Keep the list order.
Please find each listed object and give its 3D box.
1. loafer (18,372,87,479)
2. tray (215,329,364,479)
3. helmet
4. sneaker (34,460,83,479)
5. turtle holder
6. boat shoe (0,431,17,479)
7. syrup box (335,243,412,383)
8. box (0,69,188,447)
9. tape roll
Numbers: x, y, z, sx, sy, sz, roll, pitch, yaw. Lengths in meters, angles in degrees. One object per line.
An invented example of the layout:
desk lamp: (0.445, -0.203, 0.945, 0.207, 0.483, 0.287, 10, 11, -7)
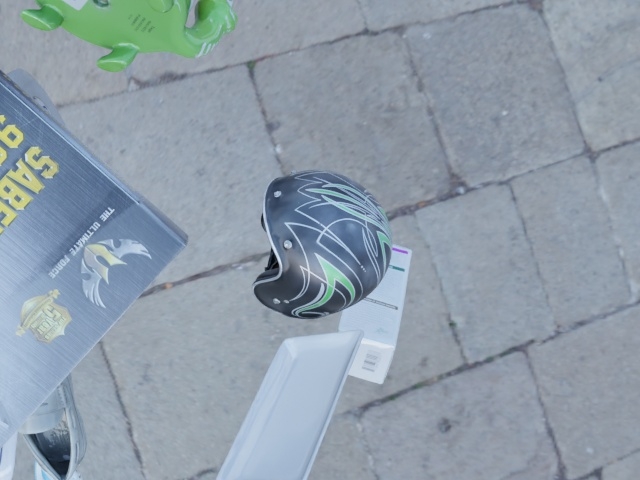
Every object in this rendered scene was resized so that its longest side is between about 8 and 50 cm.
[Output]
loafer: (-0.476, 0.281, 1.513, 0.112, 0.111, 0.319, -14, 123, -1)
tray: (-0.033, 0.233, 1.200, 0.030, 0.145, 0.270, 57, 39, -29)
helmet: (0.000, 0.000, 1.011, 0.170, 0.161, 0.169, 16, 49, -19)
sneaker: (-0.520, 0.464, 1.752, 0.092, 0.087, 0.228, -3, 90, -15)
turtle holder: (-0.284, -0.417, 1.357, 0.321, 0.243, 0.227, 12, 58, -3)
boat shoe: (-0.435, 0.229, 1.123, 0.084, 0.095, 0.258, -2, 122, -32)
syrup box: (0.083, 0.107, 1.430, 0.096, 0.093, 0.236, 16, 40, 2)
box: (-0.224, 0.024, 0.533, 0.183, 0.056, 0.231, 43, 90, -9)
tape roll: (-0.500, -0.183, 1.526, 0.072, 0.219, 0.219, -25, 93, 3)
